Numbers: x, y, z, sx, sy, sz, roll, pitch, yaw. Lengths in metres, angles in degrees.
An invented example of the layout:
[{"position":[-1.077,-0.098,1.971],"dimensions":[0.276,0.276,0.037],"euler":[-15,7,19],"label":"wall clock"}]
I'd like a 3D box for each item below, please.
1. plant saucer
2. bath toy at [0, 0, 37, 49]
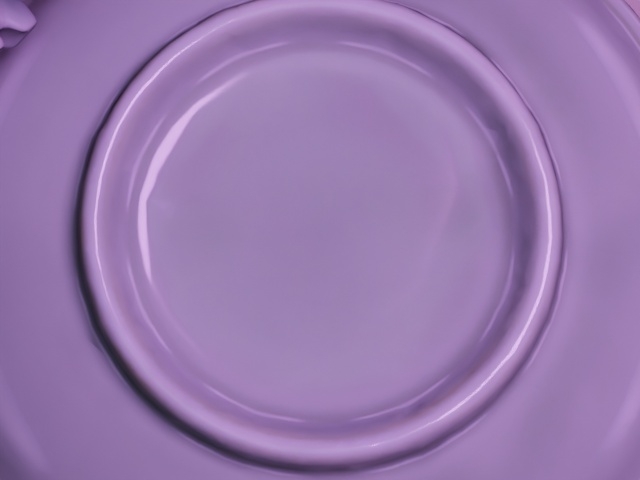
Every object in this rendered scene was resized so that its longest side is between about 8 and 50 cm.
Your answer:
[{"position":[0.000,0.000,0.794],"dimensions":[0.401,0.100,0.400],"euler":[0,81,-2],"label":"plant saucer"},{"position":[-0.247,-0.073,0.796],"dimensions":[0.129,0.151,0.348],"euler":[44,105,-8],"label":"bath toy"}]
